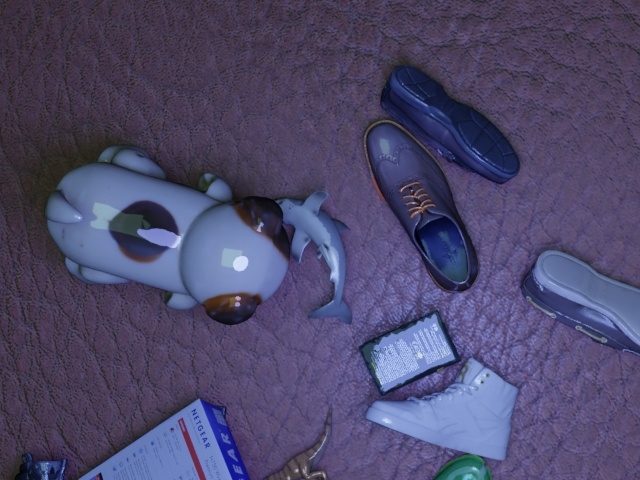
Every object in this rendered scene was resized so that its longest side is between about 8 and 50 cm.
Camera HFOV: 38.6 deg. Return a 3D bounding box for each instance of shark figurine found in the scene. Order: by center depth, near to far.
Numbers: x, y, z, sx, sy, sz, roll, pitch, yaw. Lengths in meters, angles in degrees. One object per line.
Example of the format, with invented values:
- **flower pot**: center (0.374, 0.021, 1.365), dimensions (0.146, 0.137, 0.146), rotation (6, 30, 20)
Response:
- **shark figurine**: center (0.021, 0.012, 1.734), dimensions (0.166, 0.116, 0.278), rotation (-37, 73, 37)

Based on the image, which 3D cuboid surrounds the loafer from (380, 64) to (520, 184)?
- **loafer**: center (0.242, -0.208, 1.733), dimensions (0.302, 0.095, 0.109), rotation (41, 50, 5)

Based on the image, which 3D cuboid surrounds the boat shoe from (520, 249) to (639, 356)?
- **boat shoe**: center (0.522, 0.137, 1.667), dimensions (0.324, 0.096, 0.116), rotation (29, 50, 4)

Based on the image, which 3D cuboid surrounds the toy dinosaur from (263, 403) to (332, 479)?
- **toy dinosaur**: center (-0.024, 0.423, 1.727), dimensions (0.211, 0.064, 0.112), rotation (-41, 82, 2)

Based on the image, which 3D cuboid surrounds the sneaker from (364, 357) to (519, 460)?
- **sneaker**: center (0.226, 0.286, 1.660), dimensions (0.293, 0.108, 0.169), rotation (18, 85, -22)

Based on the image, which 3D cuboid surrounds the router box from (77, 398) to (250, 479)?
- **router box**: center (-0.262, 0.510, 1.656), dimensions (0.301, 0.082, 0.335), rotation (-34, 57, 9)

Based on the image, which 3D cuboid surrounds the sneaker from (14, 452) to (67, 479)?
- **sneaker**: center (-0.505, 0.495, 1.708), dimensions (0.269, 0.101, 0.153), rotation (16, 93, 41)

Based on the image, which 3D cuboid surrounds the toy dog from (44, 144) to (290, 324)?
- **toy dog**: center (-0.244, -0.017, 1.625), dimensions (0.408, 0.395, 0.284), rotation (18, 80, 16)

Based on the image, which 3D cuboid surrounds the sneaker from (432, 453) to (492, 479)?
- **sneaker**: center (0.203, 0.516, 1.665), dimensions (0.109, 0.123, 0.295), rotation (45, 92, 6)

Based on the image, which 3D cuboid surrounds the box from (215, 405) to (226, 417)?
- **box**: center (-0.220, 0.362, 1.775), dimensions (0.067, 0.018, 0.083), rotation (5, 87, 7)

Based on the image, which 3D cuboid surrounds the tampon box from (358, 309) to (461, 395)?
- **tampon box**: center (0.165, 0.207, 1.690), dimensions (0.161, 0.120, 0.101), rotation (-25, 83, 5)

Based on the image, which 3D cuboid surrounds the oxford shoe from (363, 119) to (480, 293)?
- **oxford shoe**: center (0.192, -0.072, 1.697), dimensions (0.130, 0.133, 0.363), rotation (-32, 83, 4)
